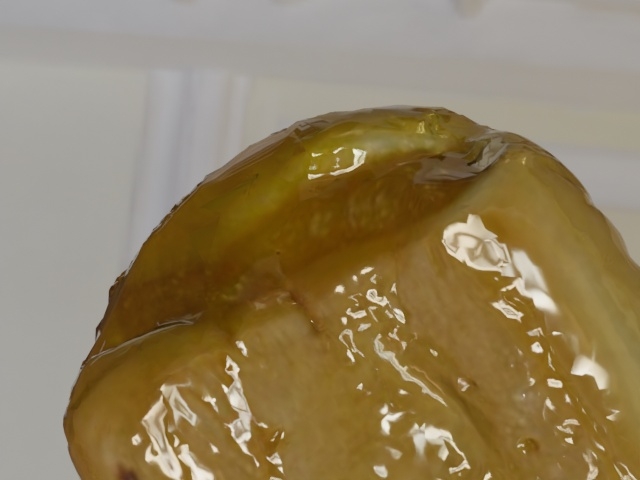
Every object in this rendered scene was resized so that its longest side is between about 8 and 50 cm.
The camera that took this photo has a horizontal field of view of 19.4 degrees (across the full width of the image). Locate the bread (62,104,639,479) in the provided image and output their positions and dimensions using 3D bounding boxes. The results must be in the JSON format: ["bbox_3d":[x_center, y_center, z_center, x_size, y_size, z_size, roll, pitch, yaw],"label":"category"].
[{"bbox_3d":[0.052,0.115,1.146,0.394,0.361,0.250,55,2,0],"label":"bread"}]
